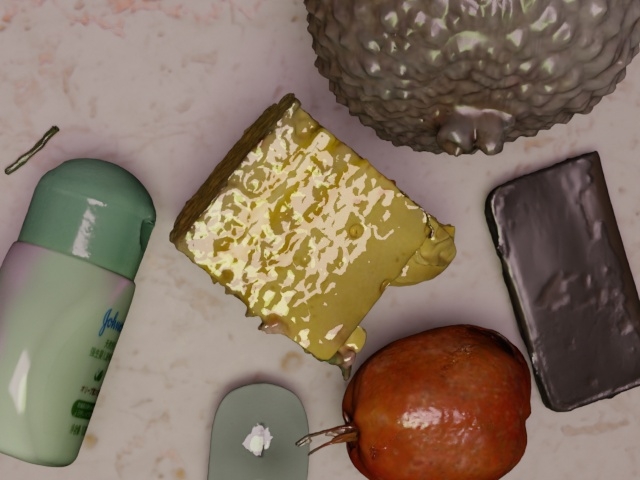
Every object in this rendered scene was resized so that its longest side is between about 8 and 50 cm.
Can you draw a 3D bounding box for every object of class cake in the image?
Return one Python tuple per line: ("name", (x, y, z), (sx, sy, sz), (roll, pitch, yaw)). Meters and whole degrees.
("cake", (0.000, 0.000, 1.563), (0.286, 0.222, 0.227), (40, 92, -10))

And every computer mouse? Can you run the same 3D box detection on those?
("computer mouse", (-0.079, 0.286, 1.665), (0.127, 0.079, 0.231), (1, 100, -4))

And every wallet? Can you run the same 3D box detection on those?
("wallet", (0.315, 0.056, 1.697), (0.165, 0.042, 0.310), (-20, 100, -6))

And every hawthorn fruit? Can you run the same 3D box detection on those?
("hawthorn fruit", (0.110, 0.208, 1.594), (0.299, 0.211, 0.211), (-4, 98, -22))

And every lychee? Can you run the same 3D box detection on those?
("lychee", (0.171, -0.281, 1.483), (0.380, 0.380, 0.432), (9, 65, -8))

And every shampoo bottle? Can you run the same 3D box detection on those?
("shampoo bottle", (-0.298, 0.075, 1.553), (0.151, 0.222, 0.350), (16, 82, 10))

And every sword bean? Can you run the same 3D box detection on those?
("sword bean", (-0.344, -0.107, 1.618), (0.083, 0.012, 0.012), (-42, 99, -1))
